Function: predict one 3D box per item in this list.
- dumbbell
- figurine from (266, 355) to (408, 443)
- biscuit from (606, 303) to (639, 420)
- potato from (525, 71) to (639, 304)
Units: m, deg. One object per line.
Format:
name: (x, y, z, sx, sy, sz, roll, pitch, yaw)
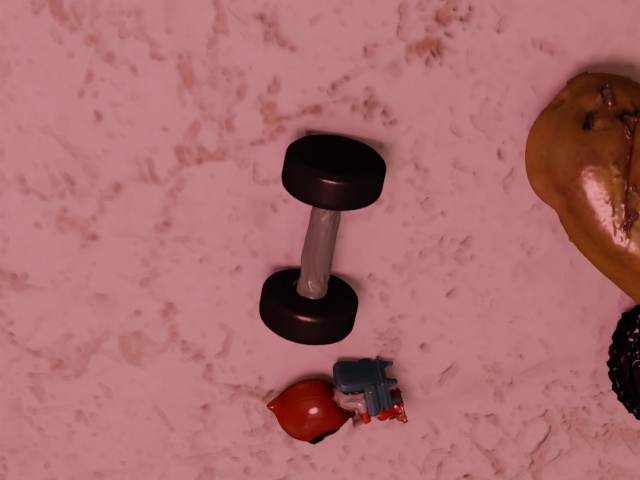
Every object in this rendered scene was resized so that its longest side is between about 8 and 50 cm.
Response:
dumbbell: (0.000, 0.000, 1.682, 0.100, 0.100, 0.191, 9, 118, -4)
figurine: (0.016, 0.168, 1.791, 0.140, 0.068, 0.075, -14, 120, 6)
biscuit: (0.390, 0.119, 1.769, 0.195, 0.053, 0.194, 1, 119, 1)
potato: (0.325, -0.026, 1.633, 0.300, 0.140, 0.173, 42, 69, -13)
